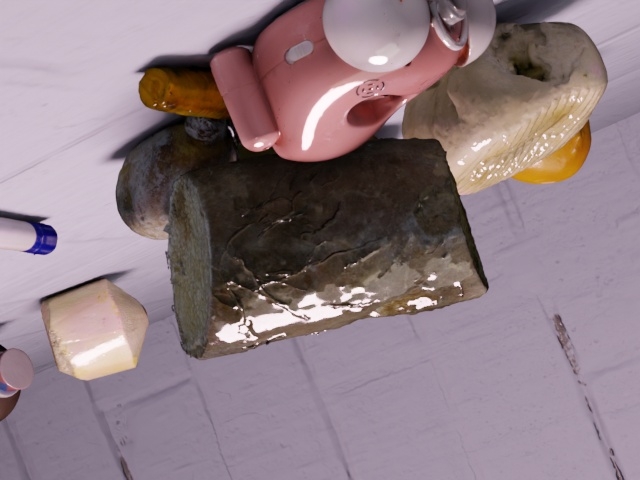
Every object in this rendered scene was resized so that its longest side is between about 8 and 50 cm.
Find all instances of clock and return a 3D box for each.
[{"bbox_3d":[0.033,-0.122,0.806,0.162,0.093,0.166,-28,172,34],"label":"clock"}]

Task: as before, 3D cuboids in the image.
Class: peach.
[{"bbox_3d":[0.273,-0.136,1.515,0.138,0.138,0.138,-22,176,-2],"label":"peach"}]

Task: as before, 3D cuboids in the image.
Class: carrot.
[{"bbox_3d":[-0.071,-0.105,0.844,0.042,0.042,0.170,-24,172,28],"label":"carrot"}]

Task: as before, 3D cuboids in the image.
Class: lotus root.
[{"bbox_3d":[-0.114,-0.057,0.985,0.088,0.088,0.165,-18,162,-46],"label":"lotus root"}]

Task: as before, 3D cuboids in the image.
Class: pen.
[{"bbox_3d":[-0.286,-0.007,1.033,0.033,0.033,0.269,-22,176,5],"label":"pen"}]

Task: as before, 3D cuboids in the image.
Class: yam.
[{"bbox_3d":[0.000,0.000,0.909,0.254,0.154,0.154,-10,176,-1],"label":"yam"}]

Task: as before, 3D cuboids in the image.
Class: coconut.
[{"bbox_3d":[-0.338,0.133,1.806,0.152,0.147,0.147,-18,175,-16],"label":"coconut"}]

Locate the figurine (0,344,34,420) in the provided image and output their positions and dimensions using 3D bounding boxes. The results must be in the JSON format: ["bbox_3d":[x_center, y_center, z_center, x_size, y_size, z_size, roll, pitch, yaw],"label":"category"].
[{"bbox_3d":[-0.577,0.236,1.883,0.275,0.161,0.158,-25,139,9],"label":"figurine"}]

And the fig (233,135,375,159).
[{"bbox_3d":[0.005,-0.082,0.996,0.149,0.149,0.245,-20,164,-28],"label":"fig"}]

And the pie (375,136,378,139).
[{"bbox_3d":[-0.020,-0.047,1.517,0.308,0.085,0.308,-21,177,-1],"label":"pie"}]

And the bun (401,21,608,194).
[{"bbox_3d":[0.162,-0.136,1.088,0.178,0.128,0.193,-20,164,-28],"label":"bun"}]
